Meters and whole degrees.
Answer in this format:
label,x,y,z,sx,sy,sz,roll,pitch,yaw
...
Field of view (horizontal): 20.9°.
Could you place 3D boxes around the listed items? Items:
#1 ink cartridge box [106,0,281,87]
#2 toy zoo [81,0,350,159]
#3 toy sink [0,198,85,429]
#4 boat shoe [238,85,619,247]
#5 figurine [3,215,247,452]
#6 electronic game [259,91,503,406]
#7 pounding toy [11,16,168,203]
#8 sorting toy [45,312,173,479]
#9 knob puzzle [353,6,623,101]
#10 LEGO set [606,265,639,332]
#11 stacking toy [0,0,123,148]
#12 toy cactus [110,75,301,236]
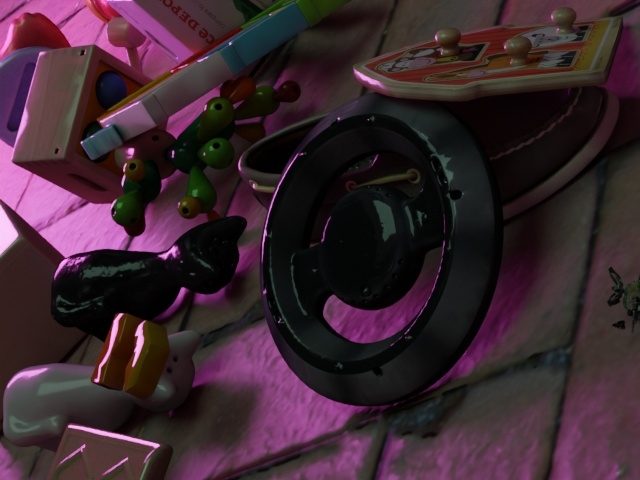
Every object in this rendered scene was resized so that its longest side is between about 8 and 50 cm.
label,x,y,z,sx,sy,sz,roll,pitch,yaw
ink cartridge box,-0.095,-0.289,1.829,0.219,0.160,0.092,-55,26,-8
toy zoo,-0.109,-0.167,1.683,0.293,0.030,0.192,-35,10,-16
toy sink,-0.349,0.098,1.745,0.234,0.131,0.153,-46,25,-3
boat shoe,0.073,-0.070,1.318,0.324,0.097,0.117,-16,40,43
figurine,-0.165,0.082,1.529,0.209,0.092,0.215,-21,38,39
electronic game,0.039,0.005,1.249,0.229,0.048,0.229,-10,75,43
pounding toy,-0.207,-0.146,1.832,0.094,0.181,0.206,-1,70,39
sorting toy,-0.170,0.206,1.341,0.229,0.041,0.307,-4,63,64
knob puzzle,0.117,-0.140,1.263,0.213,0.030,0.213,-9,18,3
LEGO set,0.205,0.041,1.063,0.054,0.023,0.083,-42,40,21
stacking toy,-0.339,-0.272,2.069,0.309,0.279,0.130,-51,24,6
toy cactus,-0.127,-0.077,1.650,0.180,0.112,0.219,3,48,53
